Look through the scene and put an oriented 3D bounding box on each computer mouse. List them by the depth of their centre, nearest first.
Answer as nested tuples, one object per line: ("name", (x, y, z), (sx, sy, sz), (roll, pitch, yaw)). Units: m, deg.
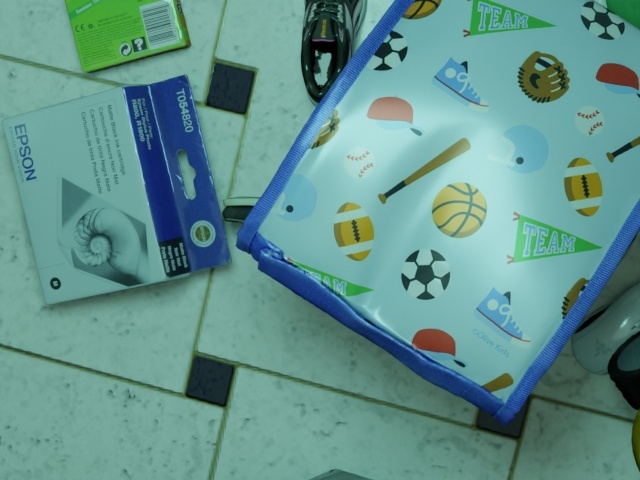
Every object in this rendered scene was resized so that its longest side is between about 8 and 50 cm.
("computer mouse", (0.354, 0.078, 1.454), (0.193, 0.042, 0.106), (-39, 88, 10))

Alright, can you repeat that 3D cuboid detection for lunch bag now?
("lunch bag", (0.147, -0.057, 1.342), (0.327, 0.239, 0.385), (32, 71, 6))

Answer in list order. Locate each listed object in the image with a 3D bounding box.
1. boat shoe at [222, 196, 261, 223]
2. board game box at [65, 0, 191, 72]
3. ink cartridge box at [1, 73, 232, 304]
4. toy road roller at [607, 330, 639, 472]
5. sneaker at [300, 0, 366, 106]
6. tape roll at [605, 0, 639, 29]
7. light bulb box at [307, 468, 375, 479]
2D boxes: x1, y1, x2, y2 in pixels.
("boat shoe", (0.000, 0.000, 1.487), (0.233, 0.084, 0.079), (14, 92, 6))
("board game box", (-0.236, -0.328, 1.529), (0.124, 0.039, 0.259), (-13, 94, 9))
("ink cartridge box", (-0.230, -0.054, 1.526), (0.224, 0.045, 0.223), (-13, 92, 19))
("toy road roller", (0.462, 0.158, 1.325), (0.329, 0.240, 0.202), (-33, 104, 8))
("sneaker", (0.012, -0.231, 1.472), (0.072, 0.077, 0.178), (-2, 93, 9))
("tape roll", (0.430, -0.244, 1.304), (0.321, 0.077, 0.321), (25, 135, 28))
("light bulb box", (-0.049, 0.473, 1.401), (0.357, 0.225, 0.361), (-20, 91, -14))
